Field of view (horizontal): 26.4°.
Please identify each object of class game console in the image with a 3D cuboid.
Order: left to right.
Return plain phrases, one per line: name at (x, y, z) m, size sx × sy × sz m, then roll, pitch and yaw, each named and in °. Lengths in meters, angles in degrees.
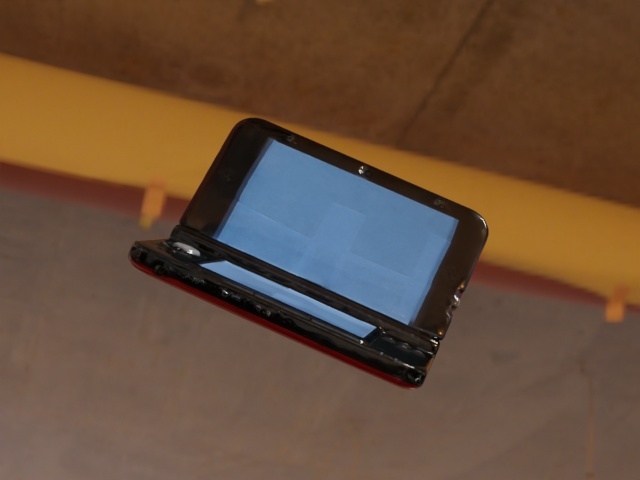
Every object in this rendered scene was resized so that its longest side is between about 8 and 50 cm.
game console at (0.000, 0.000, 0.645) m, size 0.144 × 0.085 × 0.124 m, roll 23°, pitch 4°, yaw 7°
